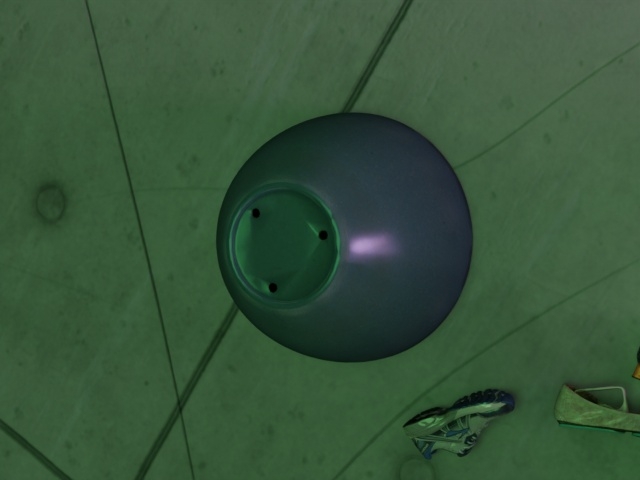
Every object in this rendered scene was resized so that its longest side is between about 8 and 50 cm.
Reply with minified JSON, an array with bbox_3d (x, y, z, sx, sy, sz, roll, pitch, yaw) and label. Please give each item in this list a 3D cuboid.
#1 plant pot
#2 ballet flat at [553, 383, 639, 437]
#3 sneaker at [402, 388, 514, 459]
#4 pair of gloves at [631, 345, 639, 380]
[{"bbox_3d":[0.000,0.000,1.353,0.290,0.195,0.290,1,93,24],"label":"plant pot"},{"bbox_3d":[0.328,0.182,1.296,0.168,0.057,0.052,7,86,23],"label":"ballet flat"},{"bbox_3d":[0.162,0.208,1.378,0.135,0.052,0.058,-24,93,30],"label":"sneaker"},{"bbox_3d":[0.375,0.126,1.295,0.083,0.010,0.074,23,103,24],"label":"pair of gloves"}]
